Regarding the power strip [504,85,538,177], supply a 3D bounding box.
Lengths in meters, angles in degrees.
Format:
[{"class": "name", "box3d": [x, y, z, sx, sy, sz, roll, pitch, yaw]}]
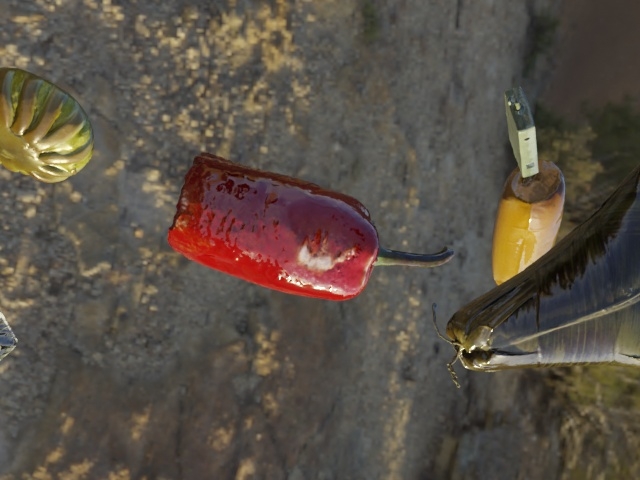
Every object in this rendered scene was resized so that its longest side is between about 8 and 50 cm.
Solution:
[{"class": "power strip", "box3d": [0.196, -0.106, 0.974, 0.136, 0.019, 0.051, 56, 20, -67]}]

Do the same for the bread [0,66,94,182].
[{"class": "bread", "box3d": [-0.449, -0.170, 1.515, 0.213, 0.213, 0.105, 71, 33, -44]}]

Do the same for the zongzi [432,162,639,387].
[{"class": "zongzi", "box3d": [0.190, 0.019, 0.826, 0.084, 0.187, 0.184, -128, -144, -73]}]

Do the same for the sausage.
[{"class": "sausage", "box3d": [0.333, -0.003, 1.632, 0.328, 0.112, 0.112, 84, 27, -56]}]

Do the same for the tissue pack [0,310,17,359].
[{"class": "tissue pack", "box3d": [-0.743, 0.207, 1.733, 0.370, 0.210, 0.198, -43, 165, -22]}]

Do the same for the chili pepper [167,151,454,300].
[{"class": "chili pepper", "box3d": [-0.001, 0.004, 1.159, 0.131, 0.338, 0.135, 125, -18, -75]}]
